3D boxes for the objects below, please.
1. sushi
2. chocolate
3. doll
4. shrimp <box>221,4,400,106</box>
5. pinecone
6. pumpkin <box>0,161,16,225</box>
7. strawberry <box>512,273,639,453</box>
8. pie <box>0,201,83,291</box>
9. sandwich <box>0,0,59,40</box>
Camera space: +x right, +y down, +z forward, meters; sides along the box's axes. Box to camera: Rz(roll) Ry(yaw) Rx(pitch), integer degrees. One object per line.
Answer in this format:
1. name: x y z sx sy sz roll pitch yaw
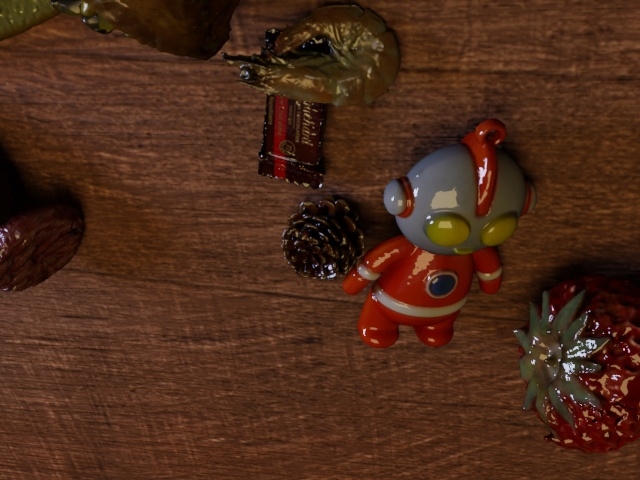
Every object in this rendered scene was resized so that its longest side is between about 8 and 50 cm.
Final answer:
1. sushi: -0.184 -0.284 0.731 0.296 0.167 0.179 27 177 -40
2. chocolate: -0.026 -0.139 0.895 0.086 0.028 0.183 11 128 10
3. doll: 0.139 0.003 0.914 0.199 0.105 0.337 2 135 -16
4. shrimp: -0.008 -0.182 0.816 0.180 0.041 0.099 -1 111 -6
5. pinecone: 0.004 0.001 0.951 0.102 0.109 0.102 1 107 4
6. pumpkin: -0.489 -0.042 1.016 0.218 0.162 0.219 5 127 7
7. strawberry: 0.361 0.143 0.941 0.244 0.205 0.205 7 134 -18
8. pie: -0.364 0.010 1.046 0.036 0.154 0.154 45 133 15
9. sandwich: -0.345 -0.270 0.808 0.235 0.128 0.122 2 138 15
